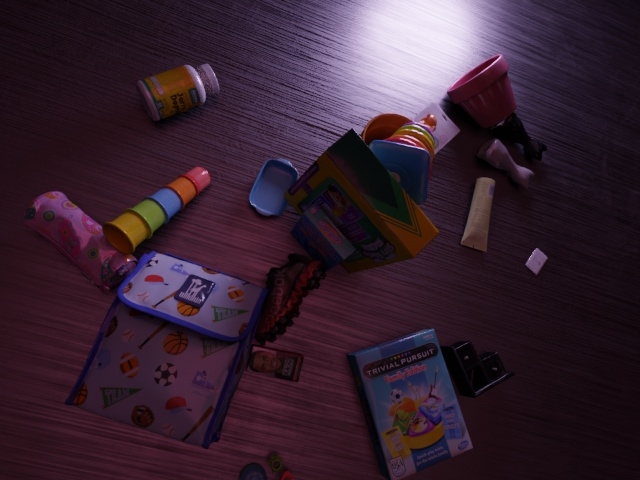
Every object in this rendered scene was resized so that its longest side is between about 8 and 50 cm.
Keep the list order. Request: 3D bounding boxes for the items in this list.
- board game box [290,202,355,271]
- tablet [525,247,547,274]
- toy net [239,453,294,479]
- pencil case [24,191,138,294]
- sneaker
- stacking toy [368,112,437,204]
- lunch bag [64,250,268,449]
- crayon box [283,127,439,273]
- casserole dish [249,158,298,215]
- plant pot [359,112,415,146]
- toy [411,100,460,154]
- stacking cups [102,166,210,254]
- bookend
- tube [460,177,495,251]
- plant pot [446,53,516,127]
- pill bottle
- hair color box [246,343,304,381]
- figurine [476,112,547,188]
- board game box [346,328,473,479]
[{"bbox_3d":[0.000,0.000,1.157,0.047,0.210,0.160,-40,87,-19],"label":"board game box"},{"bbox_3d":[0.733,0.071,1.427,0.054,0.006,0.083,43,71,-1],"label":"tablet"},{"bbox_3d":[-0.109,0.663,1.056,0.122,0.045,0.232,-24,85,-20],"label":"toy net"},{"bbox_3d":[-0.597,0.006,1.056,0.284,0.124,0.124,43,71,-1],"label":"pencil case"},{"bbox_3d":[-0.108,0.150,1.156,0.135,0.097,0.276,33,84,18],"label":"sneaker"},{"bbox_3d":[0.247,-0.253,1.123,0.166,0.175,0.301,17,52,23],"label":"stacking toy"},{"bbox_3d":[-0.332,0.240,0.998,0.328,0.239,0.385,20,69,-1],"label":"lunch bag"},{"bbox_3d":[0.082,-0.075,1.097,0.106,0.363,0.313,-44,97,-21],"label":"crayon box"},{"bbox_3d":[-0.139,-0.154,1.253,0.114,0.037,0.188,23,71,-7],"label":"casserole dish"},{"bbox_3d":[0.193,-0.248,1.277,0.205,0.188,0.204,4,75,-13],"label":"plant pot"},{"bbox_3d":[0.334,-0.337,1.405,0.237,0.056,0.137,-43,93,-14],"label":"toy"},{"bbox_3d":[-0.413,-0.099,1.095,0.096,0.096,0.316,37,49,-3],"label":"stacking cups"},{"bbox_3d":[0.466,0.359,1.255,0.157,0.072,0.156,-20,82,-18],"label":"bookend"},{"bbox_3d":[0.525,-0.088,1.393,0.070,0.062,0.239,6,76,33],"label":"tube"},{"bbox_3d":[0.566,-0.496,1.440,0.201,0.201,0.180,-42,105,-19],"label":"plant pot"},{"bbox_3d":[-0.407,-0.433,1.214,0.209,0.117,0.117,-28,85,-19],"label":"pill bottle"},{"bbox_3d":[-0.122,0.328,1.129,0.141,0.043,0.071,14,83,-9],"label":"hair color box"},{"bbox_3d":[0.681,-0.309,1.471,0.210,0.092,0.214,35,72,-8],"label":"figurine"},{"bbox_3d":[0.246,0.447,1.176,0.254,0.079,0.335,-14,80,-17],"label":"board game box"}]
